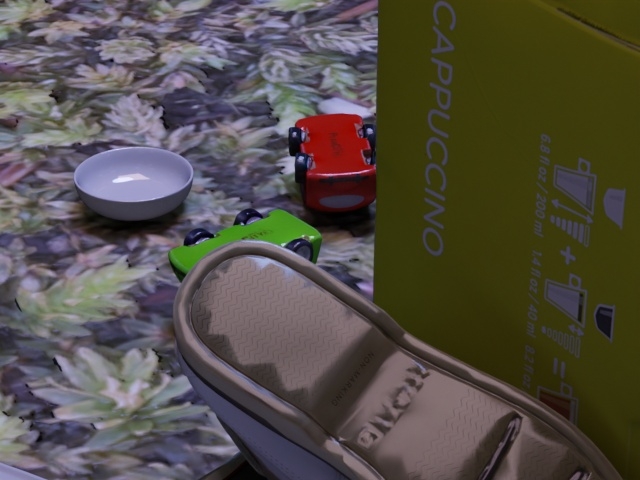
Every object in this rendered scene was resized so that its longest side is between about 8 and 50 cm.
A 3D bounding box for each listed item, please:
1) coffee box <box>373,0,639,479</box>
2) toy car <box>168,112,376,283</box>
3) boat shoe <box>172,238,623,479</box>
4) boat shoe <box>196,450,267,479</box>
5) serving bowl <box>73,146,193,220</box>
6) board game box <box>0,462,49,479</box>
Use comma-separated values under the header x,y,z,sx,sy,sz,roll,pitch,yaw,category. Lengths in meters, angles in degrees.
x,y,z,sx,sy,sz,roll,pitch,yaw,category
0.254,-0.019,1.026,0.334,0.337,0.338,-25,38,-36,coffee box
0.000,0.000,1.284,0.225,0.053,0.239,-22,35,-32,toy car
0.053,0.119,0.987,0.302,0.103,0.113,42,72,16,boat shoe
-0.032,0.132,1.062,0.137,0.049,0.043,-32,87,-47,boat shoe
-0.130,-0.035,1.372,0.083,0.027,0.083,-1,30,0,serving bowl
-0.116,0.262,0.821,0.390,0.050,0.390,16,33,27,board game box
